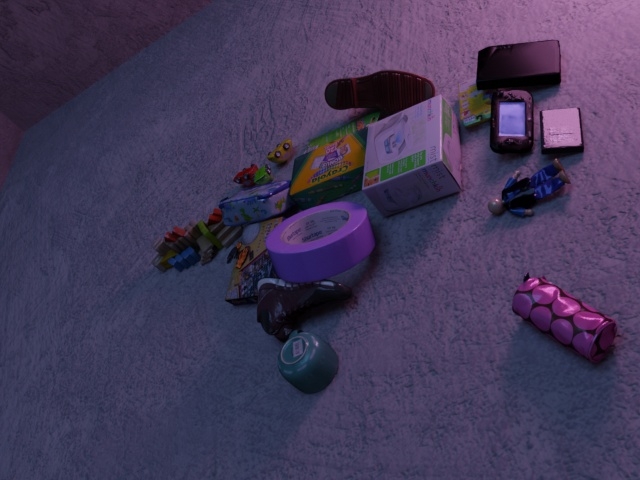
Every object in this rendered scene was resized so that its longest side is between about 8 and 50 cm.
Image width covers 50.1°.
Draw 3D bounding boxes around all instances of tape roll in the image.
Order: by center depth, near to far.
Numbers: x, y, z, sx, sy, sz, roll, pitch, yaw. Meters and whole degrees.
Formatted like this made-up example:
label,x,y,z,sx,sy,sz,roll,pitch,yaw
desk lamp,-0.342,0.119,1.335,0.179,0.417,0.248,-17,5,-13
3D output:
label,x,y,z,sx,sy,sz,roll,pitch,yaw
tape roll,0.000,0.000,1.768,0.275,0.090,0.275,-17,23,7

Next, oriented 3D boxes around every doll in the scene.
label,x,y,z,sx,sy,sz,roll,pitch,yaw
doll,0.474,-0.116,1.582,0.189,0.046,0.129,-31,49,25

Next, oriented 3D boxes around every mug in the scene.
label,x,y,z,sx,sy,sz,roll,pitch,yaw
mug,-0.046,0.279,1.626,0.158,0.097,0.129,16,66,47

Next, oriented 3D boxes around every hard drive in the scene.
label,x,y,z,sx,sy,sz,roll,pitch,yaw
hard drive,0.573,-0.262,1.630,0.094,0.022,0.135,-2,52,18

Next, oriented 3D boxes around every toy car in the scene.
label,x,y,z,sx,sy,sz,roll,pitch,yaw
toy car,-0.181,-0.221,2.210,0.239,0.053,0.225,-34,22,12

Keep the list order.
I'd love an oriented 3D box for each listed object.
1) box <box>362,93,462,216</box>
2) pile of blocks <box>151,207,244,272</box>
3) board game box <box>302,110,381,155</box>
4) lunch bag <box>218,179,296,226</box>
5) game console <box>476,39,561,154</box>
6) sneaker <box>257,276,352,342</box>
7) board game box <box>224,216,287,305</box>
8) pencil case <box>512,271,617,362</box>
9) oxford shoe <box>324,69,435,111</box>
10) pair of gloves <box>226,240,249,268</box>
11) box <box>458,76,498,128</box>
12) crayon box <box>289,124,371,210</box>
label,x,y,z,sx,sy,sz,roll,pitch,yaw
box,0.247,-0.222,1.818,0.231,0.127,0.262,-19,43,30
pile of blocks,-0.420,0.003,2.197,0.362,0.112,0.149,-28,41,19
board game box,0.069,-0.319,2.108,0.259,0.039,0.124,-22,25,28
lunch bag,-0.186,-0.115,2.077,0.219,0.090,0.176,-10,14,35
game console,0.507,-0.369,1.755,0.213,0.044,0.361,-1,59,19
sneaker,-0.049,0.182,1.742,0.281,0.106,0.162,-2,72,37
board game box,-0.176,0.060,1.953,0.165,0.042,0.243,-11,57,40
pencil case,0.469,0.145,1.315,0.098,0.095,0.209,-33,38,-14
oxford shoe,0.192,-0.460,2.091,0.348,0.123,0.130,7,17,26
pair of gloves,-0.239,0.041,1.984,0.083,0.010,0.074,19,78,50
box,0.433,-0.377,1.864,0.105,0.043,0.179,-18,43,27
crayon box,0.049,-0.211,2.011,0.278,0.081,0.165,-20,43,26
